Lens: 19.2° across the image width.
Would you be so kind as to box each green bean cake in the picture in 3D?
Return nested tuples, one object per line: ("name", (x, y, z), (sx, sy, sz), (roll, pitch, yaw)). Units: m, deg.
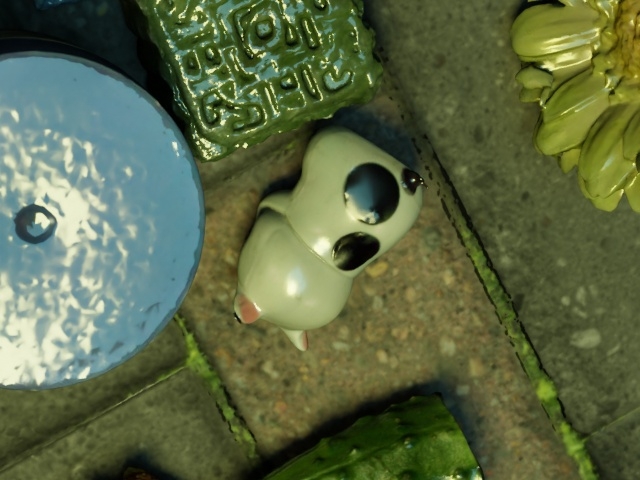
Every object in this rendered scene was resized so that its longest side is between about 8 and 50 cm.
("green bean cake", (-0.055, -0.167, 1.493), (0.181, 0.094, 0.173), (-20, 108, -8))

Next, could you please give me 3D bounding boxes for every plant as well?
("plant", (0.306, -0.151, 1.493), (0.297, 0.261, 0.306), (36, 107, -19))

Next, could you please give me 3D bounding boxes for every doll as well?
("doll", (0.003, -0.007, 1.548), (0.181, 0.107, 0.110), (-49, 131, 10))

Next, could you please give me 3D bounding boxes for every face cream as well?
("face cream", (-0.225, -0.033, 1.425), (0.249, 0.225, 0.249), (-3, 103, -13))

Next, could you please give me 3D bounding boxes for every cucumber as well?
("cucumber", (0.016, 0.225, 1.593), (0.244, 0.134, 0.134), (-15, 108, -14))

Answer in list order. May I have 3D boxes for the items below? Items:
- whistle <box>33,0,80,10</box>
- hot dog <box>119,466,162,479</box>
("whistle", (-0.219, -0.327, 1.428), (0.062, 0.062, 0.304), (-13, 108, -9))
("hot dog", (-0.124, 0.289, 1.588), (0.103, 0.146, 0.213), (-6, 117, 32))
